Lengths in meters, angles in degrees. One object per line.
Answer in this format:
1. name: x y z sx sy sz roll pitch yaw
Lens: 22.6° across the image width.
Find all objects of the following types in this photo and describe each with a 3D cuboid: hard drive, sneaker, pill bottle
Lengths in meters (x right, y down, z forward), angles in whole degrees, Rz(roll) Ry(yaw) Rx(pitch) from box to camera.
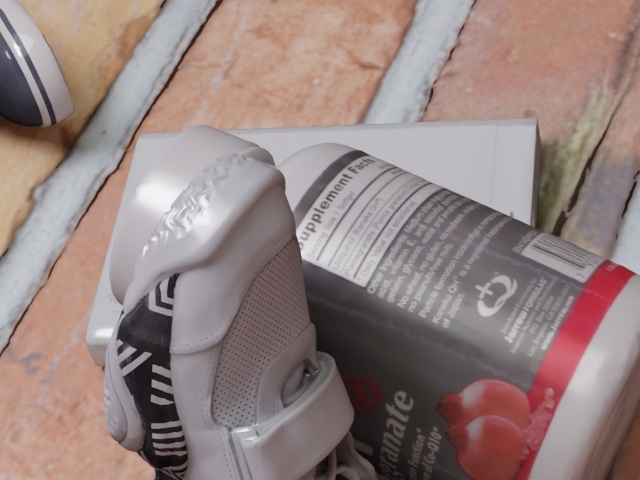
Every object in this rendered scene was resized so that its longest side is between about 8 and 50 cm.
1. hard drive: 0.000 0.000 1.160 0.307 0.040 0.203 -1 51 13
2. sneaker: 0.004 0.135 0.859 0.210 0.366 0.137 17 33 18
3. pill bottle: 0.038 0.046 0.985 0.318 0.176 0.176 25 60 17
4. sneaker: -0.318 -0.158 1.319 0.127 0.126 0.321 -32 40 -18
